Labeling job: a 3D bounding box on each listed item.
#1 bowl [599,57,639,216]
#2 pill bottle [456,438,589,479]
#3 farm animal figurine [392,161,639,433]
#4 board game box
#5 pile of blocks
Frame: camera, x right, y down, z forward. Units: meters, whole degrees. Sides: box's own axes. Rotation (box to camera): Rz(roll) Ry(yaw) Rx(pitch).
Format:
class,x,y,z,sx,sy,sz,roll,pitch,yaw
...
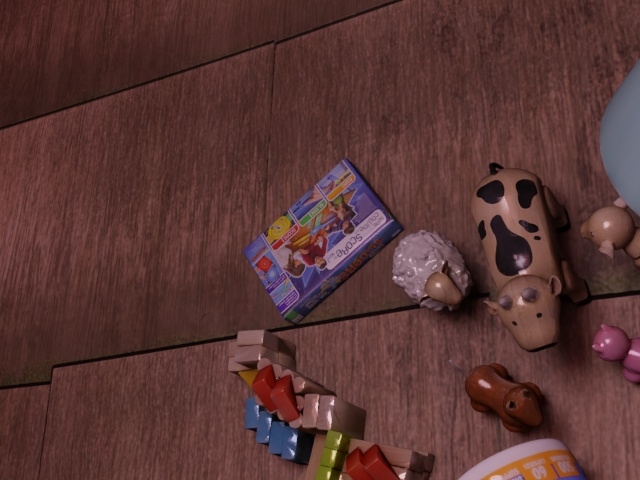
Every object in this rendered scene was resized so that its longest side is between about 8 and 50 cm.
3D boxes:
class,x,y,z,sx,sy,sz,roll,pitch,yaw
bowl,0.443,-0.144,0.907,0.312,0.163,0.311,-4,52,5
pill bottle,0.240,0.345,0.900,0.152,0.152,0.272,-37,54,14
farm animal figurine,0.256,0.039,1.012,0.330,0.172,0.326,-37,54,14
board game box,0.000,0.000,1.279,0.201,0.035,0.136,-41,53,11
pile of blocks,-0.026,0.234,1.144,0.362,0.113,0.149,34,90,38
